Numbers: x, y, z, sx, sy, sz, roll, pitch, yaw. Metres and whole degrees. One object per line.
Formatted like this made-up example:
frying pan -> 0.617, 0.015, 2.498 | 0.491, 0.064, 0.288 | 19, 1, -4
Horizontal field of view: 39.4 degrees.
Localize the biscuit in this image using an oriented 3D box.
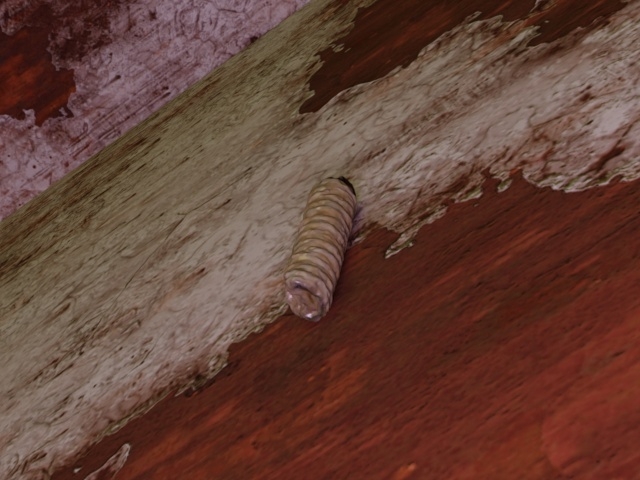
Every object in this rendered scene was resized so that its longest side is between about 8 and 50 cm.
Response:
biscuit -> 0.000, 0.000, 0.922 | 0.055, 0.061, 0.219 | -23, 27, 22
